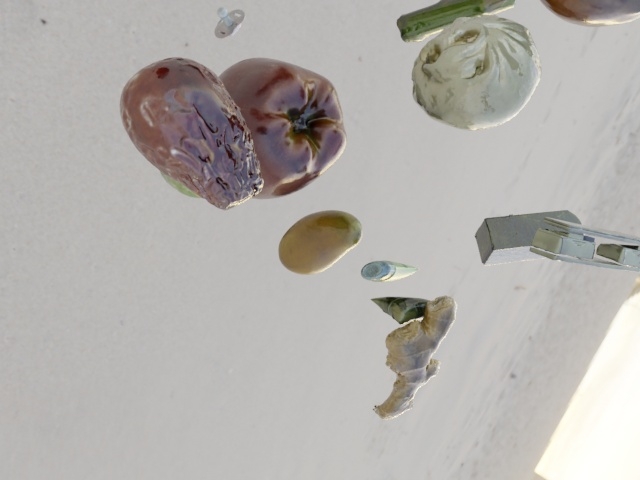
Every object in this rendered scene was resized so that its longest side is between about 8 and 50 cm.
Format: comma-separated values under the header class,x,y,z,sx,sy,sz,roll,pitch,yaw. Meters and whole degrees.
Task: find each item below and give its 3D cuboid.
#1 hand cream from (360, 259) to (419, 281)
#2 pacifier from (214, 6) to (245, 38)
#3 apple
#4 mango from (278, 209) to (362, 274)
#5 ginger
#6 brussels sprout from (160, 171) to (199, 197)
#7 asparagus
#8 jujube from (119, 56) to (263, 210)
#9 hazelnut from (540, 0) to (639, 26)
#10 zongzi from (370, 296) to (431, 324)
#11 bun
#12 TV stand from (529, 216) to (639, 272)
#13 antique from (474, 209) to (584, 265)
class,x,y,z,sx,sy,sz,roll,pitch,yaw
hand cream,0.146,0.068,1.458,0.175,0.095,0.046,6,70,-64
pacifier,-0.247,-0.575,1.733,0.099,0.081,0.078,-53,146,-8
apple,-0.104,-0.227,1.356,0.288,0.317,0.288,-2,94,-33
mango,0.000,0.000,1.508,0.227,0.136,0.099,-24,155,34
ginger,0.196,0.265,1.443,0.148,0.081,0.334,-5,121,-32
brussels sprout,-0.380,-0.247,2.019,0.244,0.244,0.244,-49,159,-26
asparagus,0.291,-0.476,1.382,0.060,0.277,0.067,35,57,-48
jujube,-0.179,-0.148,0.963,0.168,0.236,0.168,-34,-169,8
hazelnut,0.441,-0.431,1.046,0.181,0.212,0.181,-113,-175,-73
zongzi,0.183,0.143,1.472,0.104,0.113,0.052,-3,105,-32
bun,0.249,-0.292,1.095,0.231,0.231,0.133,-52,145,-20
TV stand,0.337,0.010,0.770,0.249,0.036,0.042,7,100,-35
antique,0.458,-0.007,1.447,0.080,0.221,0.081,102,-20,-63
